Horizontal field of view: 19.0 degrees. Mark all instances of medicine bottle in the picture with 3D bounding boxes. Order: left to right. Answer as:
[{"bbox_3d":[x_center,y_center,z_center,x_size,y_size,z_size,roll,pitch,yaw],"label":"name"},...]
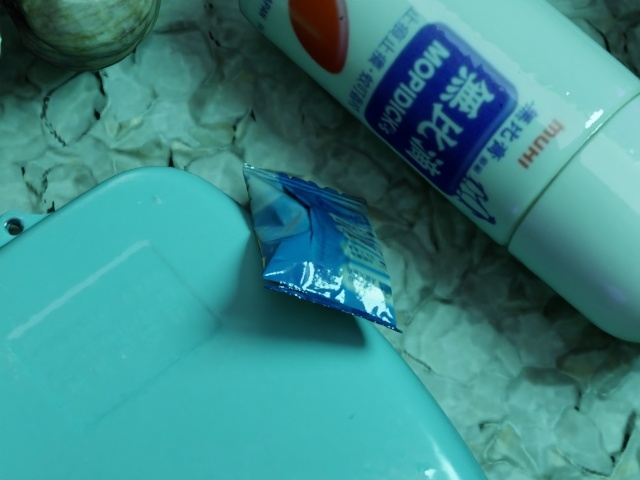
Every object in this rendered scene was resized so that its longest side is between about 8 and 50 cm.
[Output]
[{"bbox_3d":[0.115,-0.076,1.140,0.341,0.130,0.130,42,70,10],"label":"medicine bottle"}]

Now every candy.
[{"bbox_3d":[-0.001,0.000,1.109,0.088,0.038,0.136,16,31,-20],"label":"candy"}]

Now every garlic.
[{"bbox_3d":[-0.152,-0.171,1.145,0.102,0.147,0.159,-16,41,2],"label":"garlic"}]

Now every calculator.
[{"bbox_3d":[-0.064,0.121,1.084,0.256,0.054,0.386,-37,72,-19],"label":"calculator"}]
